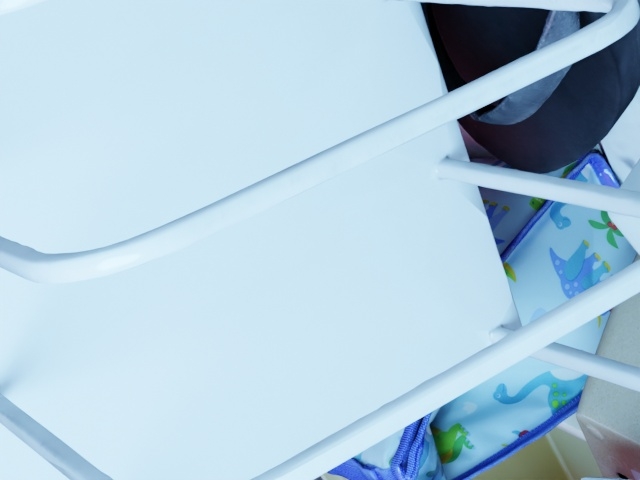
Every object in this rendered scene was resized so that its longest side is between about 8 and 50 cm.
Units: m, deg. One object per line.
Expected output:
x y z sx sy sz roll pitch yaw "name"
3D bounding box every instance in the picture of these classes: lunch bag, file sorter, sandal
0.050 0.037 0.773 0.096 0.151 0.129 48 161 -21 "lunch bag"
-0.018 -0.036 0.525 0.173 0.193 0.278 17 130 61 "file sorter"
0.060 -0.091 0.613 0.097 0.054 0.254 37 161 15 "sandal"

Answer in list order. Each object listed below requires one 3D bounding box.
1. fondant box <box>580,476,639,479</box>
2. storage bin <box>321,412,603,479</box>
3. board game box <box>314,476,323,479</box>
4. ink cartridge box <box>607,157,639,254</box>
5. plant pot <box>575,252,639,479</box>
0.233 0.167 0.537 0.238 0.096 0.330 34 163 -20 "fondant box"
0.155 0.161 0.888 0.262 0.123 0.260 25 156 42 "storage bin"
-0.027 0.125 1.060 0.305 0.193 0.053 44 161 -7 "board game box"
0.199 0.013 0.519 0.153 0.087 0.208 48 162 -17 "ink cartridge box"
0.158 0.063 0.701 0.109 0.096 0.109 25 155 39 "plant pot"
